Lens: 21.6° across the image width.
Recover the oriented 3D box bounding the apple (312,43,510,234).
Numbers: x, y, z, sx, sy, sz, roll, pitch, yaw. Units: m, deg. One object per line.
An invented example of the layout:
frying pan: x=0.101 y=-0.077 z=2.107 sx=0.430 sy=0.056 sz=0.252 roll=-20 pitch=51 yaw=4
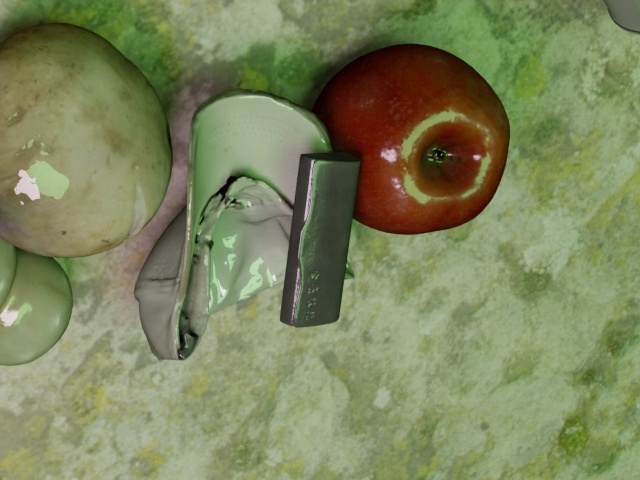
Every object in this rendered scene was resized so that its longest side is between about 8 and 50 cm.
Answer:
apple: x=0.101 y=-0.113 z=1.900 sx=0.218 sy=0.201 sz=0.218 roll=-7 pitch=111 yaw=-20

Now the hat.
hat: x=-0.112 y=-0.023 z=1.843 sx=0.257 sy=0.168 sz=0.301 roll=-25 pitch=124 yaw=-38

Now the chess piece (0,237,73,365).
chess piece: x=-0.395 y=0.020 z=1.729 sx=0.330 sy=0.182 sz=0.182 roll=35 pitch=94 yaw=-42

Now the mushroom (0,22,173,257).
mushroom: x=-0.260 y=-0.100 z=1.720 sx=0.255 sy=0.255 sz=0.184 roll=27 pitch=142 yaw=-35

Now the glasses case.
glasses case: x=0.000 y=-0.001 z=1.816 sx=0.072 sy=0.042 sz=0.191 roll=-6 pitch=112 yaw=-37

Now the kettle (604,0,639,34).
kettle: x=0.366 y=-0.389 z=1.871 sx=0.205 sy=0.265 sz=0.318 roll=-34 pitch=127 yaw=0
